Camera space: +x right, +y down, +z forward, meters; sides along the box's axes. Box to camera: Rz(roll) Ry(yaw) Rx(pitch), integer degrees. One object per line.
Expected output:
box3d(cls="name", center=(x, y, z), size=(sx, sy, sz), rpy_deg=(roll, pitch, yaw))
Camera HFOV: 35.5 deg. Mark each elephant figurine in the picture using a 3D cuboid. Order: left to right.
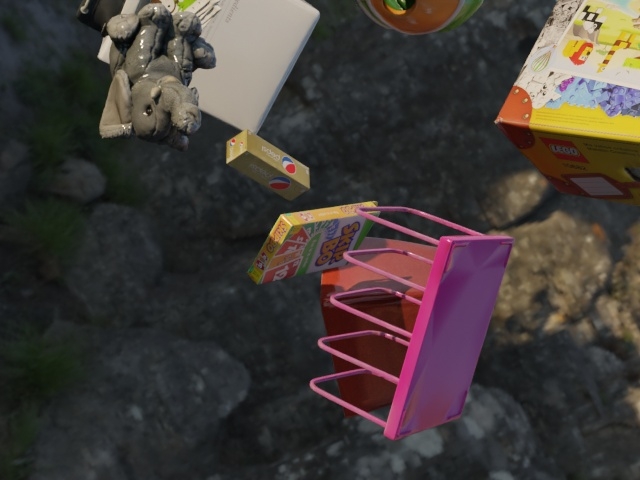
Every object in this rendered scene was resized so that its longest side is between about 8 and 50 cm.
box3d(cls="elephant figurine", center=(-0.229, -0.192, 1.378), size=(0.186, 0.169, 0.239), rpy_deg=(70, 13, -60))

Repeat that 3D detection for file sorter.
box3d(cls="file sorter", center=(0.124, 0.108, 1.469), size=(0.182, 0.291, 0.202), rpy_deg=(22, 13, 32))

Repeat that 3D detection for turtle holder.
box3d(cls="turtle holder", center=(0.138, -0.495, 1.621), size=(0.227, 0.243, 0.320), rpy_deg=(-14, 101, -41))

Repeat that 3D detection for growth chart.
box3d(cls="growth chart", center=(-0.283, -0.452, 1.921), size=(0.172, 0.237, 0.021), rpy_deg=(45, 23, 2))

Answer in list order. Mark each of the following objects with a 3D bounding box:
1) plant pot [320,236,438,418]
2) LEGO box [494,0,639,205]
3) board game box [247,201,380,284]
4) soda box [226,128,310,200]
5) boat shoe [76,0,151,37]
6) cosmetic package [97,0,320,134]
box3d(cls="plant pot", center=(0.142, 0.146, 1.923), size=(0.267, 0.235, 0.267), rpy_deg=(-85, 165, -62))
box3d(cls="LEGO box", center=(0.521, -0.222, 1.204), size=(0.500, 0.373, 0.193), rpy_deg=(16, -16, 49))
box3d(cls="board game box", center=(0.000, 0.000, 1.633), size=(0.039, 0.124, 0.259), rpy_deg=(44, 31, 22))
box3d(cls="soda box", center=(-0.105, -0.151, 2.020), size=(0.181, 0.061, 0.058), rpy_deg=(29, 44, -38))
box3d(cls="boat shoe", center=(-0.264, -0.436, 1.445), size=(0.091, 0.303, 0.114), rpy_deg=(25, 11, -4))
box3d(cls="cosmetic package", center=(-0.263, -0.496, 2.317), size=(0.393, 0.327, 0.329), rpy_deg=(26, 13, -17))
